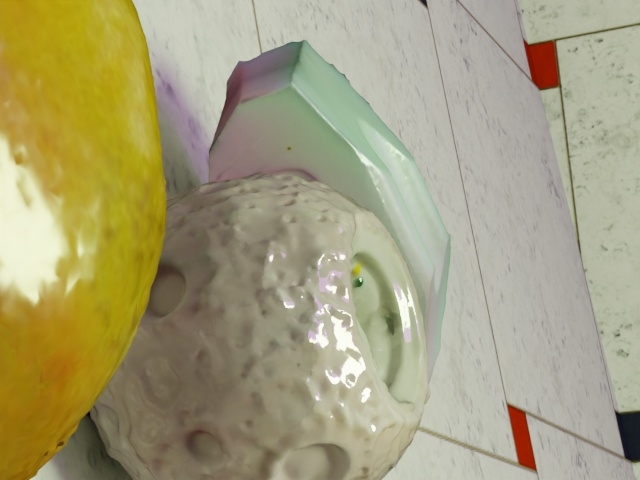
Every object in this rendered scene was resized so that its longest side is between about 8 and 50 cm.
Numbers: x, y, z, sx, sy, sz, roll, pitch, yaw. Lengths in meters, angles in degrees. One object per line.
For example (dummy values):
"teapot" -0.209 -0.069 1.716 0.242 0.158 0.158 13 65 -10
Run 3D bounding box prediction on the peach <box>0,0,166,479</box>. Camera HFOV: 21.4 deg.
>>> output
"peach" -0.218 -0.040 0.753 0.372 0.289 0.373 -18 90 -75

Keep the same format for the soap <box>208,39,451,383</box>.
"soap" 0.000 0.000 1.448 0.109 0.192 0.324 -70 139 -60

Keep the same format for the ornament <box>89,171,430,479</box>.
"ornament" -0.051 0.079 1.200 0.259 0.225 0.259 -15 90 -71
